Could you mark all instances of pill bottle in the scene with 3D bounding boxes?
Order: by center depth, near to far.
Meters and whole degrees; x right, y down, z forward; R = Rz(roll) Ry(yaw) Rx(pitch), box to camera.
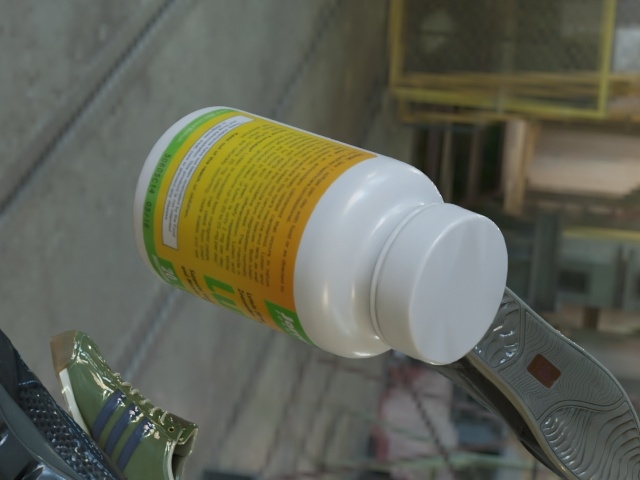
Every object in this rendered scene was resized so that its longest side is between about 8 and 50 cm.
[{"bbox_3d":[0.000,0.000,1.212,0.136,0.245,0.136,-23,122,-42],"label":"pill bottle"}]

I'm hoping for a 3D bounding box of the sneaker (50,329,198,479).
[{"bbox_3d":[-0.132,0.145,1.316,0.064,0.086,0.192,64,5,-70],"label":"sneaker"}]

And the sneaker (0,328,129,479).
[{"bbox_3d":[-0.190,0.104,0.894,0.341,0.125,0.139,52,-8,-8],"label":"sneaker"}]

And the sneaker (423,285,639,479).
[{"bbox_3d":[0.163,0.116,1.421,0.083,0.222,0.118,-42,-176,-16],"label":"sneaker"}]
